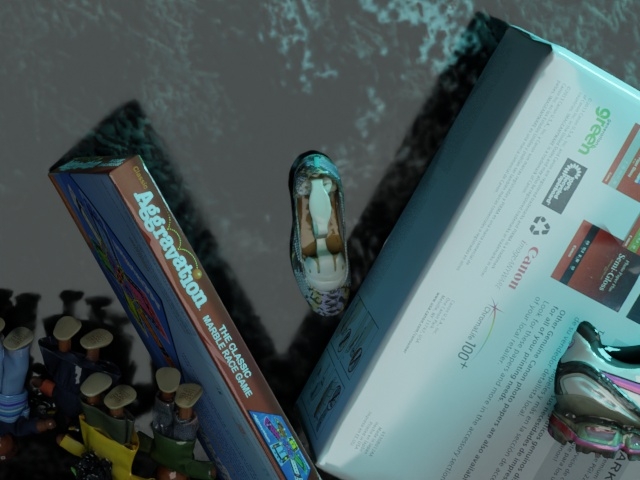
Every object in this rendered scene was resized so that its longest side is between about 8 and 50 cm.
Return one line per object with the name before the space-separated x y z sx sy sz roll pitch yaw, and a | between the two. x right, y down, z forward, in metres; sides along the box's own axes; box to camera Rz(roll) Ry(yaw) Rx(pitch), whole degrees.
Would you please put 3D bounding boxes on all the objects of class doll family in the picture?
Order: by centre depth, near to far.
doll family | -0.162 0.121 1.251 0.193 0.076 0.111 29 134 25

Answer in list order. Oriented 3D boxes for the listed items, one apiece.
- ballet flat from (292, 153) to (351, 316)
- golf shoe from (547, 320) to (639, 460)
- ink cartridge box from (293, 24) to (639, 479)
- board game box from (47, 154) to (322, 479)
ballet flat | 0.000 0.000 1.275 0.041 0.041 0.114 -7 102 -4
golf shoe | 0.239 0.097 1.175 0.186 0.067 0.086 6 101 -10
ink cartridge box | 0.176 0.059 1.259 0.272 0.130 0.309 28 98 -13
board game box | -0.082 0.071 1.229 0.027 0.145 0.281 -33 104 -20
